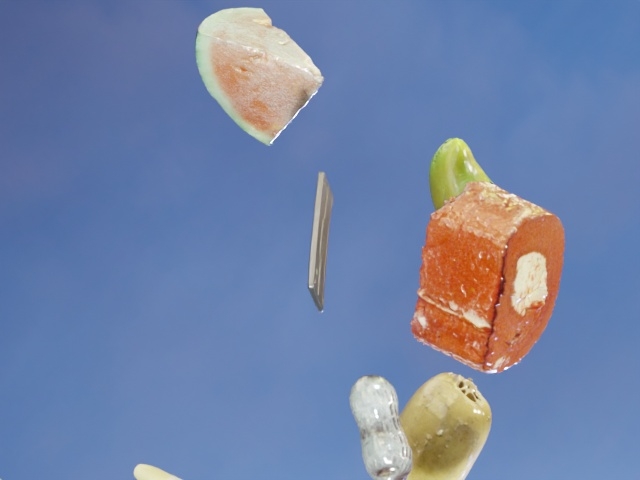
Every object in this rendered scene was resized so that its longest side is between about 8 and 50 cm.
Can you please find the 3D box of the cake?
[{"bbox_3d":[0.245,0.053,2.133,0.177,0.151,0.283,-28,-49,-46],"label":"cake"}]

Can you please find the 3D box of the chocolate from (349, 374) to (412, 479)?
[{"bbox_3d":[0.086,0.273,2.112,0.072,0.167,0.072,-15,-9,-2],"label":"chocolate"}]

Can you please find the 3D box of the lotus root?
[{"bbox_3d":[0.210,0.407,2.854,0.151,0.169,0.343,-23,-36,-57],"label":"lotus root"}]

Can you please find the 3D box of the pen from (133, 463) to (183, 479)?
[{"bbox_3d":[-0.128,0.306,1.694,0.032,0.233,0.040,-44,-39,-35],"label":"pen"}]

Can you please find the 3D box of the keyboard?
[{"bbox_3d":[0.000,0.000,1.593,0.053,0.010,0.155,68,-158,-52],"label":"keyboard"}]

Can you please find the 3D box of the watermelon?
[{"bbox_3d":[-0.092,-0.215,2.030,0.136,0.202,0.207,-20,-68,-16],"label":"watermelon"}]

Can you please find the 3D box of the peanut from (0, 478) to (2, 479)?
[{"bbox_3d":[-0.419,0.436,1.953,0.169,0.192,0.387,-25,-58,5],"label":"peanut"}]

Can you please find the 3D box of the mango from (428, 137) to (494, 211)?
[{"bbox_3d":[0.248,-0.061,2.460,0.111,0.125,0.233,-35,-60,-29],"label":"mango"}]
